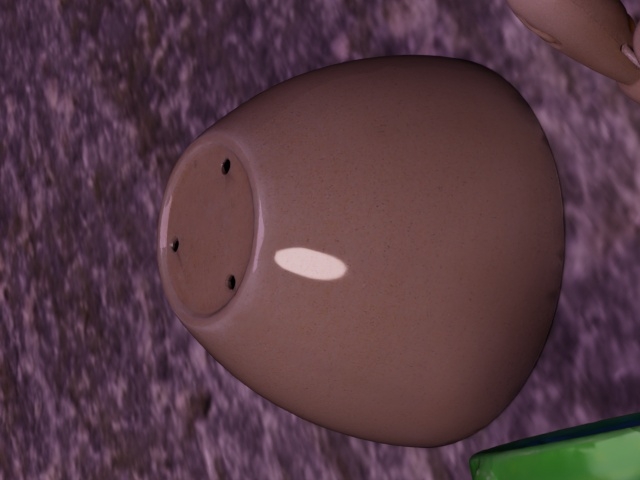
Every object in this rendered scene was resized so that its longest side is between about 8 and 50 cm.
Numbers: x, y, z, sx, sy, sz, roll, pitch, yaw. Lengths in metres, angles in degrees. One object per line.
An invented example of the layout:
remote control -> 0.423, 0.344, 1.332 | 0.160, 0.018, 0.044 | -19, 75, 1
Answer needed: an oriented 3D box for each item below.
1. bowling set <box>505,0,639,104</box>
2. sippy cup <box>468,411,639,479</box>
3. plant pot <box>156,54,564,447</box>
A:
bowling set -> 0.256, -0.131, 0.814 | 0.200, 0.154, 0.287 | -54, 41, 9
sippy cup -> 0.208, 0.188, 0.755 | 0.305, 0.240, 0.224 | 135, 124, -78
plant pot -> 0.000, 0.000, 1.078 | 0.284, 0.191, 0.284 | -12, 75, 54
